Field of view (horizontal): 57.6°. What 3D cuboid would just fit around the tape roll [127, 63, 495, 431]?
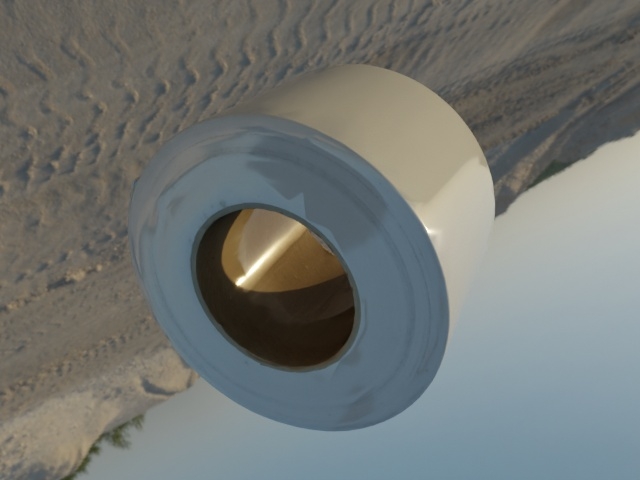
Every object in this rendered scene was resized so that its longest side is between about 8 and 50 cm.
[{"bbox_3d":[0.000,0.000,0.458,0.246,0.246,0.169,-34,-172,36],"label":"tape roll"}]
